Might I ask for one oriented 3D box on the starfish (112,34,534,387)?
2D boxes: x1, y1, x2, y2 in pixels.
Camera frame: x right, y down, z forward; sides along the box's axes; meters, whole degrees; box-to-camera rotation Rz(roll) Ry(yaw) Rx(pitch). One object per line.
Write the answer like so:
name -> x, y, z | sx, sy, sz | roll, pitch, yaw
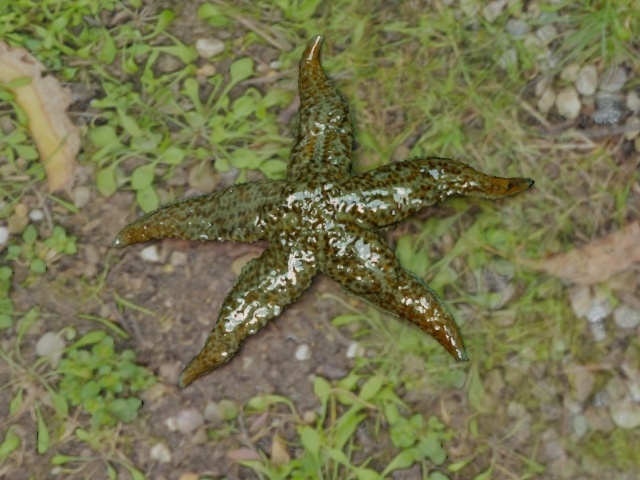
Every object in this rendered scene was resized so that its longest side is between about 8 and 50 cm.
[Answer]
starfish -> -0.001, 0.001, 1.763 | 0.347, 0.078, 0.358 | 31, 78, 12
